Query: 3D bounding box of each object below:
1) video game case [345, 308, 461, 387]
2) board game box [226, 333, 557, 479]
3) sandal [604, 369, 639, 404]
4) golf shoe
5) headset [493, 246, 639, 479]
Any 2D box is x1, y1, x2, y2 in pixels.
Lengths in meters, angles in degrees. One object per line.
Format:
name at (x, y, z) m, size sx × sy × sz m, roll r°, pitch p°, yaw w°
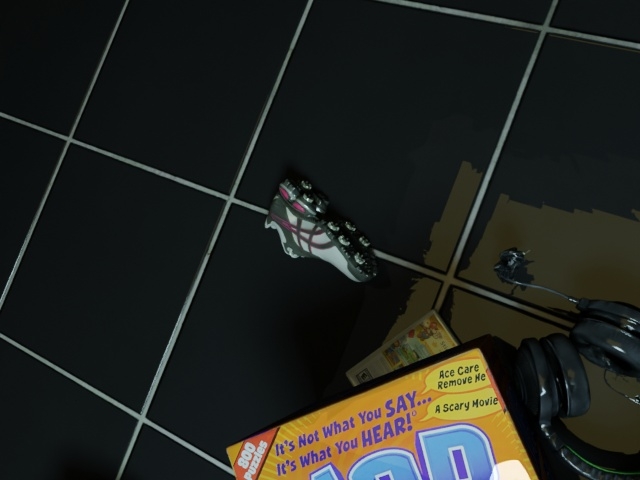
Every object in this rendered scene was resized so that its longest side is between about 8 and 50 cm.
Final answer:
video game case at (0.185, 0.272, 1.128) m, size 0.206 × 0.026 × 0.227 m, roll -38°, pitch 67°, yaw 11°
board game box at (0.146, 0.372, 0.915) m, size 0.356 × 0.356 × 0.357 m, roll -25°, pitch 79°, yaw 13°
sandal at (0.529, 0.247, 0.985) m, size 0.179 × 0.040 × 0.067 m, roll 28°, pitch 89°, yaw 24°
golf shoe at (0.000, 0.000, 1.231) m, size 0.273 × 0.105 × 0.120 m, roll 47°, pitch 114°, yaw 29°
headset at (0.399, 0.181, 0.988) m, size 0.243 × 0.185 × 0.394 m, roll -31°, pitch 73°, yaw -3°
